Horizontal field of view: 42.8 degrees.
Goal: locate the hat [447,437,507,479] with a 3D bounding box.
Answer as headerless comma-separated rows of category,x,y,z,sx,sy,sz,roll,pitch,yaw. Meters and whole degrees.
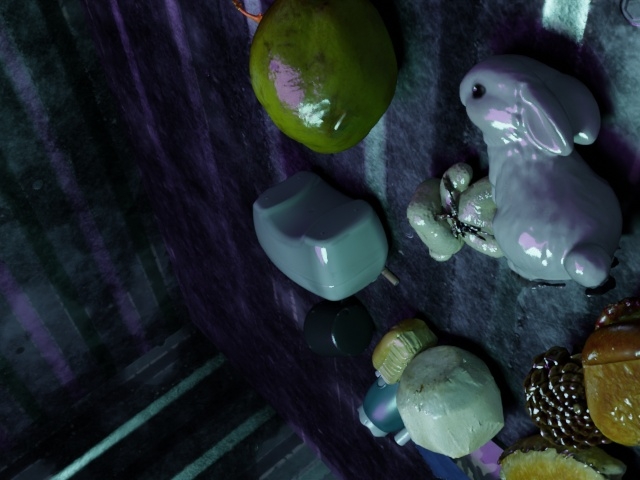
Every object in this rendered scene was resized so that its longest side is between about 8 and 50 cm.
hat,0.454,0.690,2.144,0.382,0.257,0.366,21,143,24

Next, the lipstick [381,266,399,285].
lipstick,0.161,0.077,2.065,0.094,0.019,0.019,43,156,26

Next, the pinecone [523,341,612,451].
pinecone,0.472,0.281,1.512,0.208,0.208,0.207,44,156,25

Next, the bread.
bread,0.212,0.279,2.096,0.106,0.140,0.236,51,154,16

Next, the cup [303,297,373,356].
cup,0.051,0.232,2.362,0.177,0.169,0.222,0,92,60

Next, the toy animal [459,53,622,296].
toy animal,0.333,-0.110,1.231,0.357,0.194,0.258,69,165,-15

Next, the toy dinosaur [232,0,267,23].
toy dinosaur,-0.080,-0.429,1.749,0.288,0.070,0.117,53,148,-7

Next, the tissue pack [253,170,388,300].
tissue pack,0.000,0.000,1.994,0.333,0.229,0.235,32,148,43

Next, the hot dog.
hot dog,0.531,0.179,1.221,0.223,0.185,0.405,52,159,1

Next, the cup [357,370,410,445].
cup,0.199,0.451,2.256,0.168,0.173,0.299,36,-161,-24

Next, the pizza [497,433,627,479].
pizza,0.561,0.554,1.774,0.435,0.080,0.391,46,152,35

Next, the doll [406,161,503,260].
doll,0.267,-0.053,1.513,0.278,0.149,0.175,-12,80,53

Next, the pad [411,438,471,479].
pad,0.347,0.642,2.531,0.269,0.012,0.269,56,158,-5

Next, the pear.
pear,0.006,-0.310,1.478,0.269,0.269,0.321,37,144,38

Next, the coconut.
coconut,0.313,0.392,1.934,0.245,0.245,0.247,13,138,59
